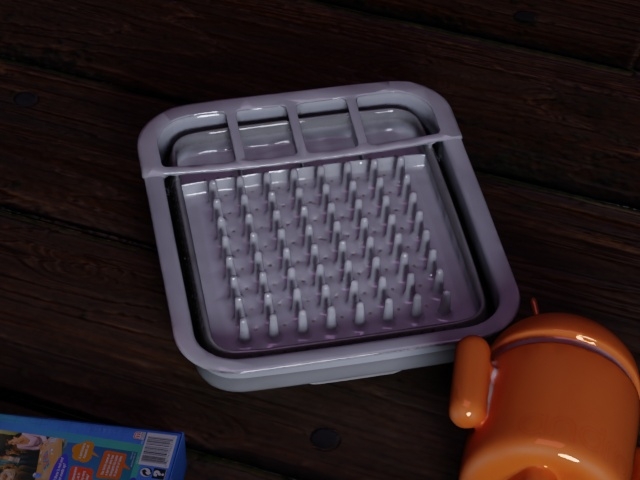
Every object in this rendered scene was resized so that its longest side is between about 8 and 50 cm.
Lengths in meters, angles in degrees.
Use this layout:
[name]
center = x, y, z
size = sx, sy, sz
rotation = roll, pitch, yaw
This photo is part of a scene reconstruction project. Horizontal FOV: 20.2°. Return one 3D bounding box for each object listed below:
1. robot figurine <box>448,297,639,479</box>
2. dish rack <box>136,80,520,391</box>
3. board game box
[robot figurine]
center = 0.175, 0.145, 1.341
size = 0.158, 0.128, 0.219
rotation = 6, 44, 11
[dish rack]
center = 0.000, 0.000, 1.536
size = 0.285, 0.072, 0.333
rotation = -7, 43, -8
[board game box]
center = -0.218, 0.204, 1.334
size = 0.210, 0.047, 0.160
rotation = 6, 44, 7
